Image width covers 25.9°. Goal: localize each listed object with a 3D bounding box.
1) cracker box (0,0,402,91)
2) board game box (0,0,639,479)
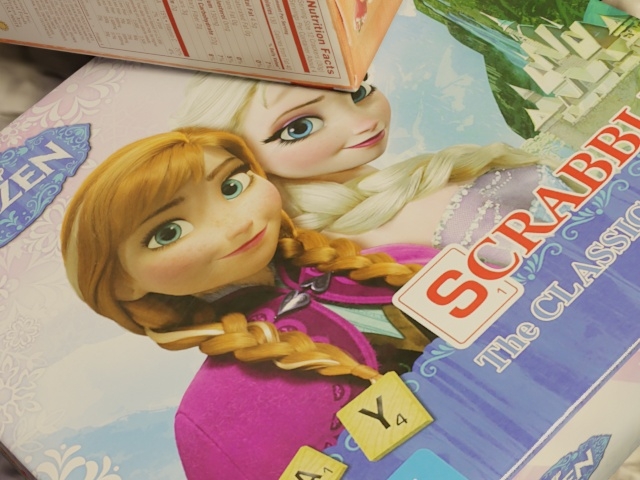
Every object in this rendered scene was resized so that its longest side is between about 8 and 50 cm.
[{"bbox_3d":[-0.064,-0.161,0.662,0.232,0.067,0.155,11,55,22],"label":"cracker box"},{"bbox_3d":[0.000,0.000,0.599,0.319,0.066,0.318,-42,51,-18],"label":"board game box"}]
